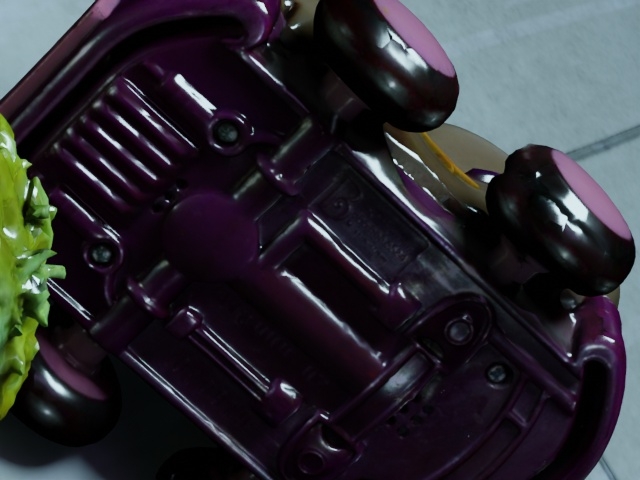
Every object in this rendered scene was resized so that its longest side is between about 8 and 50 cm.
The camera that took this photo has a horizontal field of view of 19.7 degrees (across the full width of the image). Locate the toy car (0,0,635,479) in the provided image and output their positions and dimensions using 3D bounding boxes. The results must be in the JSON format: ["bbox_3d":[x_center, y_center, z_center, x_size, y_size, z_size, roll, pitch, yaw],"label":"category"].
[{"bbox_3d":[0.000,0.000,0.938,0.340,0.271,0.240,44,19,-14],"label":"toy car"}]

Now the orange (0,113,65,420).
[{"bbox_3d":[-0.242,-0.010,0.677,0.301,0.223,0.300,-4,60,-49],"label":"orange"}]
